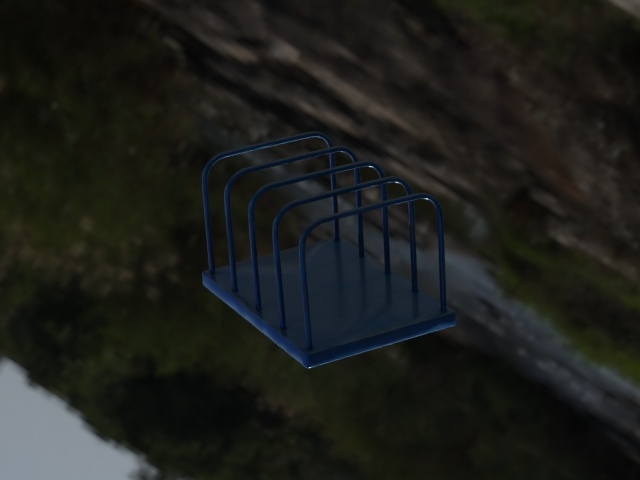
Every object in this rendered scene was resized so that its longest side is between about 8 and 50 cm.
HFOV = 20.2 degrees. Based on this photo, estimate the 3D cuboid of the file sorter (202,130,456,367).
[{"bbox_3d":[0.000,0.000,1.272,0.170,0.118,0.104,34,134,56],"label":"file sorter"}]
